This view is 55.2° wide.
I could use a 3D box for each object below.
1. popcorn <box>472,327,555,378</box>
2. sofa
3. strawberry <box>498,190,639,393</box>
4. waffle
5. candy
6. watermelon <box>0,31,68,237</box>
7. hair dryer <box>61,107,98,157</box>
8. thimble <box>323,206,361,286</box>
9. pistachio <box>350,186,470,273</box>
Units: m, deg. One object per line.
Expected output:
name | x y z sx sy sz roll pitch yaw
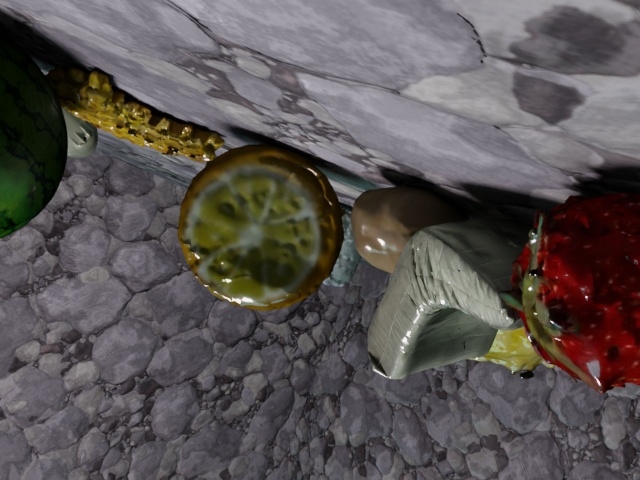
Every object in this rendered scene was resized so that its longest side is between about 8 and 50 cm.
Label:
popcorn | 0.330 0.128 1.130 0.286 0.215 0.252 13 167 38
sofa | 0.199 0.099 0.767 0.210 0.226 0.176 -4 -142 -36
strawberry | 0.268 0.038 0.537 0.201 0.187 0.184 -4 -143 5
waffle | -0.327 -0.205 1.044 0.292 0.069 0.259 26 174 -40
candy | -0.090 -0.021 0.943 0.259 0.260 0.118 21 180 -6
watermelon | -0.533 -0.152 0.861 0.362 0.364 0.363 21 177 1
hair dryer | -0.590 -0.289 1.247 0.298 0.119 0.296 35 166 -17
thimble | 0.000 0.000 1.397 0.204 0.172 0.250 24 178 -11
pistachio | 0.135 -0.012 0.860 0.225 0.136 0.135 11 -176 -41
